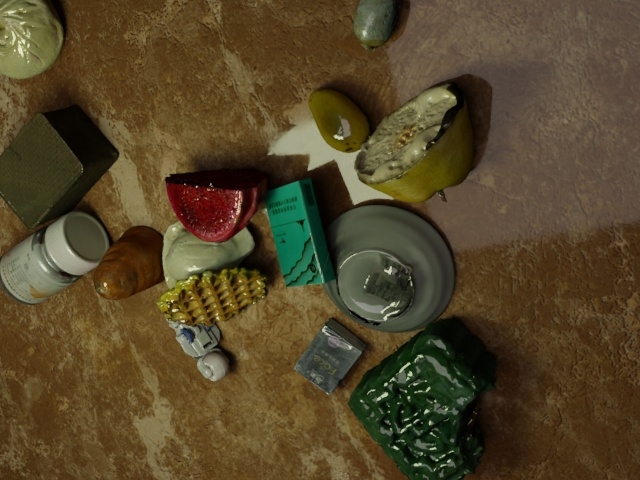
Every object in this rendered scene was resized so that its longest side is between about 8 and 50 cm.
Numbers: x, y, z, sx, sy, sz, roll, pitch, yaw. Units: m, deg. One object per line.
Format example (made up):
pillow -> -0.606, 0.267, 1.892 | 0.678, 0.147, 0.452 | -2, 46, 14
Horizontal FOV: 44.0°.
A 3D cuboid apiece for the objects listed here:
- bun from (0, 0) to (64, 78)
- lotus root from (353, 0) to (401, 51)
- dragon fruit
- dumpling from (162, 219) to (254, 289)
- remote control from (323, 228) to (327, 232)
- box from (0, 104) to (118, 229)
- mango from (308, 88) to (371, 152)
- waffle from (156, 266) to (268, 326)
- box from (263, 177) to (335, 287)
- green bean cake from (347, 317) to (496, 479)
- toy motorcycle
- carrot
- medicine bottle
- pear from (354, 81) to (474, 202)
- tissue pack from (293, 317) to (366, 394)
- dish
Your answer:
bun -> -0.734, -0.502, 1.866 | 0.244, 0.153, 0.243 | 7, 106, 23
lotus root -> 0.115, -0.455, 1.560 | 0.088, 0.088, 0.165 | 20, 105, 16
dragon fruit -> -0.229, -0.087, 1.776 | 0.262, 0.163, 0.189 | 14, 86, 35
dumpling -> -0.280, 0.019, 1.876 | 0.252, 0.131, 0.179 | -29, 71, 19
remote control -> 0.001, 0.000, 1.798 | 0.153, 0.027, 0.043 | -15, 98, 24
box -> -0.661, -0.183, 1.950 | 0.273, 0.143, 0.184 | -40, 91, 30
mango -> 0.035, -0.256, 1.668 | 0.161, 0.076, 0.103 | 49, 126, 10
waffle -> -0.242, 0.128, 1.851 | 0.238, 0.243, 0.058 | -43, 53, 36
box -> -0.050, -0.012, 1.747 | 0.161, 0.042, 0.226 | -12, 93, 57
green bean cake -> 0.257, 0.365, 1.739 | 0.300, 0.169, 0.308 | 48, 118, 2
toy motorcycle -> -0.319, 0.242, 1.990 | 0.112, 0.112, 0.254 | -30, 94, 29
carrot -> -0.477, 0.076, 1.922 | 0.159, 0.225, 0.159 | 8, 114, 17
medicine bottle -> -0.685, 0.047, 2.027 | 0.273, 0.165, 0.165 | -27, 96, 30
pear -> 0.216, -0.170, 1.571 | 0.267, 0.266, 0.178 | -34, 123, 29
tissue pack -> 0.023, 0.275, 1.871 | 0.112, 0.051, 0.156 | 36, 118, 6
dish -> 0.127, 0.083, 1.719 | 0.317, 0.106, 0.316 | 7, 113, 17
